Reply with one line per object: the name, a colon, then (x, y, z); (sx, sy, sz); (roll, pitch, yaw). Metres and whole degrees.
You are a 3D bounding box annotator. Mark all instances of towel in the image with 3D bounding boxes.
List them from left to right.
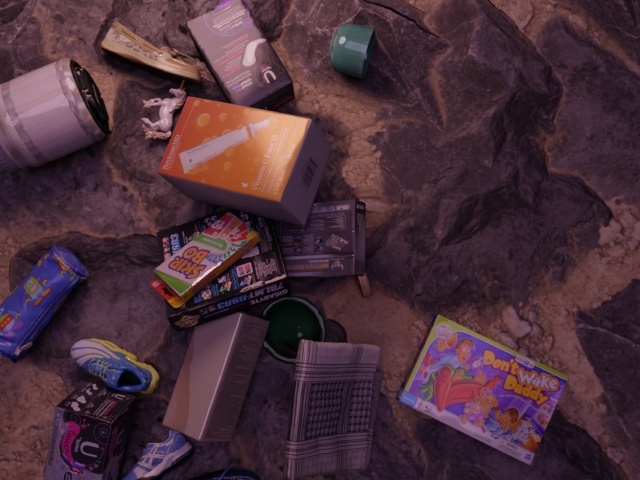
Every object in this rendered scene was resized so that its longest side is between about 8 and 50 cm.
towel: (0.044, 0.392, 1.702); (0.056, 0.324, 0.313); (2, 81, 37)

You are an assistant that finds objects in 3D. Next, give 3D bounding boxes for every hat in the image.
hat: (-0.064, 0.224, 1.769); (0.208, 0.183, 0.173); (30, 86, 4)

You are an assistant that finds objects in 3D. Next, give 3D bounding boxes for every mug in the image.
mug: (0.080, -0.495, 1.895); (0.097, 0.158, 0.130); (15, 108, 6)

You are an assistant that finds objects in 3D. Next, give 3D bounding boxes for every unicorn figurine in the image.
unicorn figurine: (-0.409, -0.340, 1.917); (0.111, 0.060, 0.162); (5, 99, 1)

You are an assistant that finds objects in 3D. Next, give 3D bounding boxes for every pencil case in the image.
pencil case: (-0.708, 0.159, 1.823); (0.133, 0.119, 0.306); (37, 85, 29)

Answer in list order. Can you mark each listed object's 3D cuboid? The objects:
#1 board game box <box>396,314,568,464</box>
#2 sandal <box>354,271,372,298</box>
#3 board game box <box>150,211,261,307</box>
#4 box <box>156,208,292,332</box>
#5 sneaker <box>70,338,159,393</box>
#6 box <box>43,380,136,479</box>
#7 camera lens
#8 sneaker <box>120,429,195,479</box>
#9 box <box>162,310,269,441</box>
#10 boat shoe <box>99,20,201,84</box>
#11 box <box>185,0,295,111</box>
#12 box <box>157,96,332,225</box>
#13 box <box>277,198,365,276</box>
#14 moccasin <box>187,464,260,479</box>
board game box: (0.392, 0.361, 1.796); (0.346, 0.078, 0.234); (25, 84, 4)
sandal: (0.053, 0.038, 1.839); (0.079, 0.088, 0.240); (-20, 88, -7)
board game box: (-0.275, 0.043, 1.725); (0.259, 0.039, 0.124); (-42, 50, -17)
box: (-0.240, 0.051, 1.776); (0.293, 0.073, 0.296); (-20, 46, 0)
sneaker: (-0.513, 0.306, 1.798); (0.240, 0.126, 0.091); (20, 84, 3)
box: (-0.542, 0.486, 1.724); (0.142, 0.163, 0.248); (14, 103, 3)
camera lens: (-0.686, -0.312, 1.832); (0.274, 0.219, 0.220); (-23, 83, -2)
sneaker: (-0.414, 0.546, 1.790); (0.211, 0.080, 0.081); (-31, 71, -21)
box: (-0.248, 0.315, 1.768); (0.121, 0.148, 0.311); (14, 81, 28)
boat shoe: (-0.434, -0.486, 1.906); (0.285, 0.104, 0.089); (23, 87, 5)
box: (-0.202, -0.457, 1.877); (0.165, 0.143, 0.270); (-30, 83, -3)
box: (-0.181, -0.193, 1.772); (0.345, 0.168, 0.215); (14, 77, 23)
box: (0.000, 0.000, 1.807); (0.230, 0.056, 0.183); (-5, 81, 32)
moccasin: (-0.307, 0.643, 1.756); (0.341, 0.117, 0.138); (-17, 83, -2)
